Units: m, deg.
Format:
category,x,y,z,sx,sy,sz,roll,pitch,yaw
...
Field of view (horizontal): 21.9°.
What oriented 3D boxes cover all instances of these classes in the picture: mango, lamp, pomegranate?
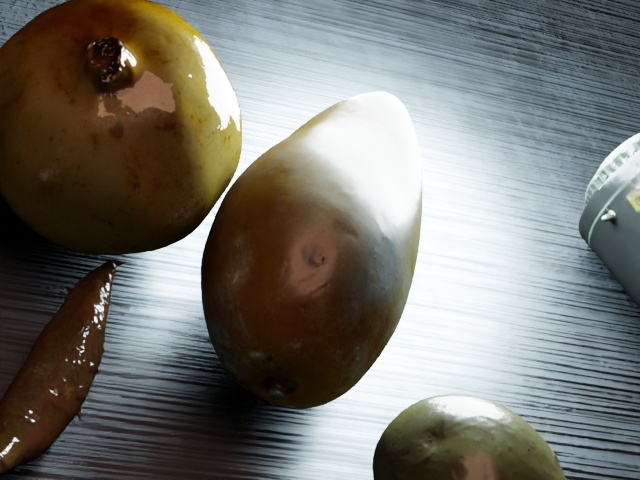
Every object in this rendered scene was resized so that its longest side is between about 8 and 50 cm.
category,x,y,z,sx,sy,sz,roll,pitch,yaw
mango,0.000,0.000,1.629,0.221,0.198,0.384,54,42,-34
lamp,0.425,0.000,1.891,0.272,0.205,0.374,45,26,9
pomegranate,-0.202,-0.109,1.592,0.264,0.264,0.264,17,43,-16

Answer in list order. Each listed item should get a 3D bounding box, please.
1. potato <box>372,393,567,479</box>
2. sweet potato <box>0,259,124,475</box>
category,x,y,z,sx,sy,sz,roll,pitch,yaw
potato,0.152,0.248,1.525,0.235,0.160,0.178,42,79,-8
sweet potato,-0.233,0.118,1.491,0.072,0.066,0.314,34,37,-6
